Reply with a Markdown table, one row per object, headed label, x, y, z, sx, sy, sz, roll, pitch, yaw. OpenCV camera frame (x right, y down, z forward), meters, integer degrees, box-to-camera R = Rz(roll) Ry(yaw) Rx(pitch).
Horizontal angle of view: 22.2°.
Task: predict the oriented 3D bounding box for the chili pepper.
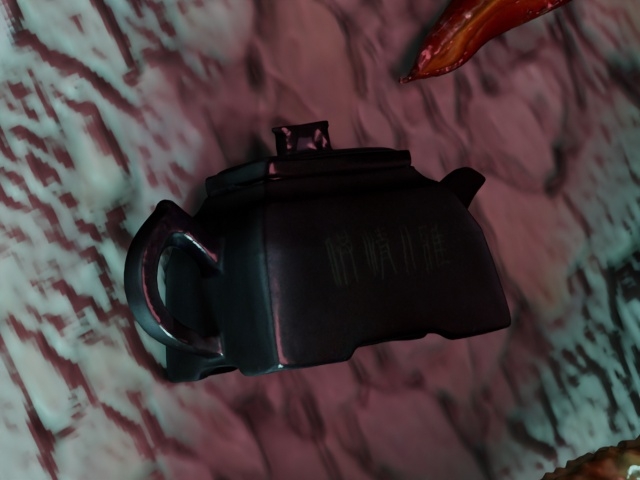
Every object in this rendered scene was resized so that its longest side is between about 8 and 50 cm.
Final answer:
| label | x | y | z | sx | sy | sz | roll | pitch | yaw |
| --- | --- | --- | --- | --- | --- | --- | --- | --- | --- |
| chili pepper | 0.091 | -0.118 | 0.758 | 0.178 | 0.027 | 0.045 | -45 | 109 | -28 |

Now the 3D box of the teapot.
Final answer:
| label | x | y | z | sx | sy | sz | roll | pitch | yaw |
| --- | --- | --- | --- | --- | --- | --- | --- | --- | --- |
| teapot | 0.000 | 0.000 | 0.656 | 0.177 | 0.087 | 0.096 | -8 | 89 | -35 |

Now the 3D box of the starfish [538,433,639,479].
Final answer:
| label | x | y | z | sx | sy | sz | roll | pitch | yaw |
| --- | --- | --- | --- | --- | --- | --- | --- | --- | --- |
| starfish | 0.214 | 0.043 | 0.760 | 0.384 | 0.132 | 0.398 | 41 | 58 | -47 |
